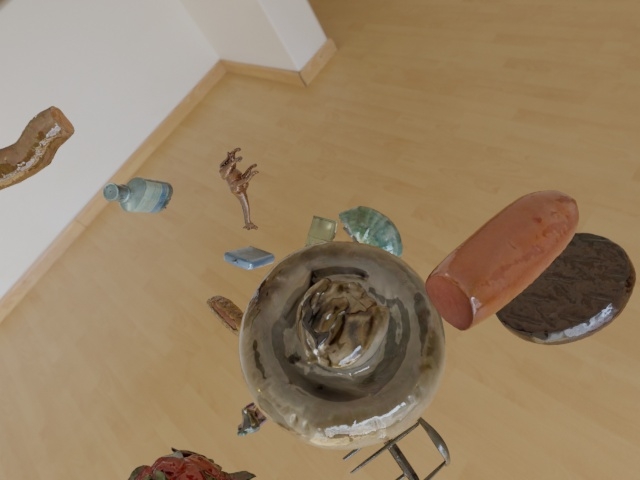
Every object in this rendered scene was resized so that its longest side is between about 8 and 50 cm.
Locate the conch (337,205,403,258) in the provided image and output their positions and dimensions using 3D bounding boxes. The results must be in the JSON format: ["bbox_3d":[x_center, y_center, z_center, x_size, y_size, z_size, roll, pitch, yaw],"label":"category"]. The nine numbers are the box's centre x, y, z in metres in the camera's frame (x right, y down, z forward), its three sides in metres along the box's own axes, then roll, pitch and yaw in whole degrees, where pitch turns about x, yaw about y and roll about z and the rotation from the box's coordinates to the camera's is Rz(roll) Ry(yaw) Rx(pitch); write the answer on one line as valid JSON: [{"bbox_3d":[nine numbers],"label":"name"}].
[{"bbox_3d":[0.168,0.013,1.497,0.220,0.277,0.195,34,95,40],"label":"conch"}]

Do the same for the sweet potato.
[{"bbox_3d":[-0.487,-0.099,0.695,0.281,0.067,0.059,-29,19,7],"label":"sweet potato"}]

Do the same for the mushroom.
[{"bbox_3d":[0.037,0.162,0.800,0.363,0.294,0.362,-1,65,2],"label":"mushroom"}]

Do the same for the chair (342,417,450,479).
[{"bbox_3d":[0.231,0.656,1.402,0.272,0.166,0.188,-33,85,-10],"label":"chair"}]

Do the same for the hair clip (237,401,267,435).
[{"bbox_3d":[-0.233,0.630,1.727,0.110,0.358,0.095,-44,81,-4],"label":"hair clip"}]

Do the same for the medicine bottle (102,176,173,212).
[{"bbox_3d":[-0.436,-0.109,1.130,0.054,0.208,0.090,35,99,11],"label":"medicine bottle"}]

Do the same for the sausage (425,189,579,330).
[{"bbox_3d":[0.268,0.017,0.670,0.259,0.113,0.114,-35,45,-22],"label":"sausage"}]

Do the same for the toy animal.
[{"bbox_3d":[-0.253,-0.161,1.529,0.229,0.224,0.066,-49,-3,41],"label":"toy animal"}]

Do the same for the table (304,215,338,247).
[{"bbox_3d":[0.000,0.000,1.124,0.063,0.079,0.083,15,58,3],"label":"table"}]

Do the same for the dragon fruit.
[{"bbox_3d":[-0.226,0.460,0.797,0.192,0.274,0.193,-11,58,30],"label":"dragon fruit"}]

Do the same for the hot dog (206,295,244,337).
[{"bbox_3d":[-0.269,0.234,1.441,0.286,0.088,0.061,26,90,47],"label":"hot dog"}]

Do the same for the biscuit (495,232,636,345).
[{"bbox_3d":[0.729,0.146,1.429,0.407,0.091,0.407,-36,22,17],"label":"biscuit"}]

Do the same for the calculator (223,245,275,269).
[{"bbox_3d":[-0.246,0.060,1.632,0.121,0.210,0.039,17,102,19],"label":"calculator"}]
